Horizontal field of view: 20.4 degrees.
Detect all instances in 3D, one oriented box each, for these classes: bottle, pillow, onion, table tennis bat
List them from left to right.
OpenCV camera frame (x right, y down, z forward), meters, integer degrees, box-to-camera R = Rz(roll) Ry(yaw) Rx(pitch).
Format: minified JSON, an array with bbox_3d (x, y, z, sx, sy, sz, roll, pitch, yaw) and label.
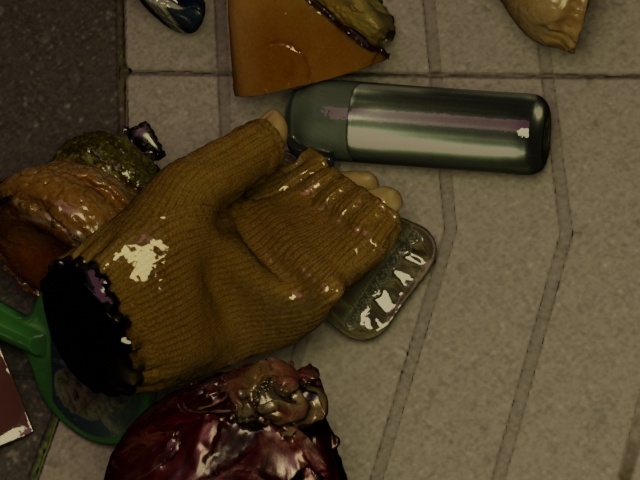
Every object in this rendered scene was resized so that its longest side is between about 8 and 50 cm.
[{"bbox_3d":[-0.252,0.103,1.698,0.257,0.039,0.160,20,117,36],"label":"table tennis bat"},{"bbox_3d":[-0.067,0.249,1.530,0.281,0.221,0.281,-1,88,45],"label":"onion"},{"bbox_3d":[0.000,0.000,1.713,0.217,0.033,0.130,32,78,23],"label":"pillow"},{"bbox_3d":[0.091,-0.104,1.705,0.253,0.079,0.096,6,61,15],"label":"bottle"}]

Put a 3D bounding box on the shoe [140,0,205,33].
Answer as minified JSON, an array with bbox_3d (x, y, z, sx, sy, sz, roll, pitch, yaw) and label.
[{"bbox_3d":[-0.167,-0.304,1.841,0.106,0.091,0.207,-30,62,7],"label":"shoe"}]

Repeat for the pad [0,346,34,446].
[{"bbox_3d":[-0.421,0.084,1.696,0.202,0.005,0.300,-22,93,-13],"label":"pad"}]

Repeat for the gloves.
[{"bbox_3d":[-0.086,0.012,1.604,0.356,0.155,0.203,-26,92,-26],"label":"gloves"}]

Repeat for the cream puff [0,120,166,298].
[{"bbox_3d":[-0.213,-0.033,1.714,0.183,0.183,0.169,21,55,20],"label":"cream puff"}]

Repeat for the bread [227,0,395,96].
[{"bbox_3d":[-0.006,-0.235,1.739,0.160,0.169,0.140,2,29,5],"label":"bread"}]

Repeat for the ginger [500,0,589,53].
[{"bbox_3d":[0.187,-0.332,1.746,0.190,0.126,0.354,-16,62,-15],"label":"ginger"}]
